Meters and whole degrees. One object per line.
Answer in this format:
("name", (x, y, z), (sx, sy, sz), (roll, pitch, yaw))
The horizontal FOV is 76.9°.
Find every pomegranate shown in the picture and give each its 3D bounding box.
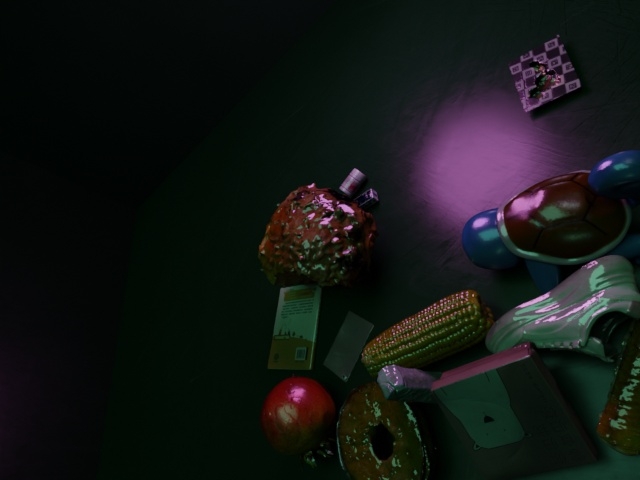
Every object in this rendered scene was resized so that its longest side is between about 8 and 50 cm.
("pomegranate", (-0.054, 0.496, 1.115), (0.210, 0.210, 0.235), (-39, 71, 24))

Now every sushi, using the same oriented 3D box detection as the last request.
("sushi", (0.607, -0.447, 1.098), (0.139, 0.031, 0.200), (-22, 57, 36))

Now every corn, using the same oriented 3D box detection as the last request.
("corn", (0.253, 0.239, 0.991), (0.345, 0.131, 0.131), (-34, 47, 29))

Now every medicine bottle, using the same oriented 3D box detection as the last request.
("medicine bottle", (0.116, -0.206, 1.440), (0.091, 0.058, 0.058), (-53, 41, 9))

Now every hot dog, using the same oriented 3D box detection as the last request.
("hot dog", (0.572, 0.236, 0.718), (0.083, 0.068, 0.288), (17, 80, 42))

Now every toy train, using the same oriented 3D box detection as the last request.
("toy train", (0.107, -0.107, 1.402), (0.208, 0.047, 0.043), (-31, 48, 31))

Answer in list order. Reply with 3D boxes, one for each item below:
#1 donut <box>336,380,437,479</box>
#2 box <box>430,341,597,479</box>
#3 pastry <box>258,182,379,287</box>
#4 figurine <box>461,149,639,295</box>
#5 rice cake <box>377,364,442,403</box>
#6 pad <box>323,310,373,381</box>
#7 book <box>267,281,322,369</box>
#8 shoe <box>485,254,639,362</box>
("donut", (0.164, 0.485, 0.971), (0.272, 0.107, 0.271), (-21, 59, 40))
("box", (0.367, 0.330, 0.782), (0.215, 0.086, 0.215), (-34, 85, 30))
("pastry", (-0.005, -0.013, 1.278), (0.406, 0.293, 0.336), (-7, 70, 46))
("figurine", (0.515, -0.033, 0.848), (0.416, 0.243, 0.297), (-37, 52, 54))
("rice cake", (0.221, 0.332, 0.929), (0.063, 0.207, 0.069), (-60, 34, 23))
("pad", (0.081, 0.316, 1.219), (0.113, 0.006, 0.187), (23, 85, 50))
("book", (-0.087, 0.294, 1.392), (0.208, 0.020, 0.294), (-14, 58, 41))
("shoe", (0.483, 0.176, 0.776), (0.316, 0.124, 0.159), (-50, 38, 29))
